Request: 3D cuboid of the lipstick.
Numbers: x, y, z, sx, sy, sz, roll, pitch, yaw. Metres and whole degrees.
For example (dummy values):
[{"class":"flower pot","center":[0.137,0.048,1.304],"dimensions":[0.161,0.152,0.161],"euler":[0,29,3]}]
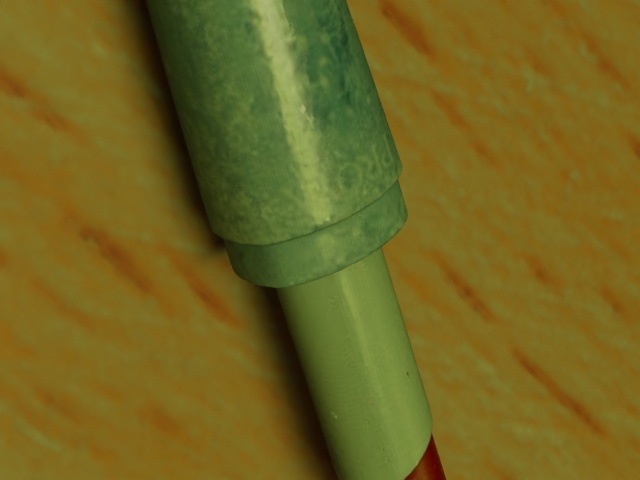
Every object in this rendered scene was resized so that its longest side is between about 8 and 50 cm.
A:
[{"class":"lipstick","center":[0.000,0.000,0.687],"dimensions":[0.068,0.061,0.274],"euler":[-31,116,-30]}]
